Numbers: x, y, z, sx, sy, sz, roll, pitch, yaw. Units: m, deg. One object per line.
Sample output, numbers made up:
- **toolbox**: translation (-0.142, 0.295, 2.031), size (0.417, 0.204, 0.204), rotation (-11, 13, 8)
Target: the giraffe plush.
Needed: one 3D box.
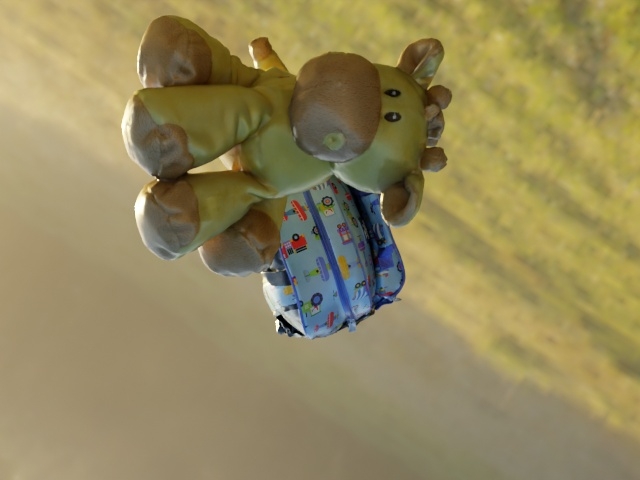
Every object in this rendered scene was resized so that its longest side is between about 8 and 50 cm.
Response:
- **giraffe plush**: translation (-0.006, -0.069, 1.261), size (0.170, 0.181, 0.210), rotation (-4, -176, 34)

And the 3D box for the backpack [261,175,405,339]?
- **backpack**: translation (0.000, 0.000, 1.522), size (0.173, 0.117, 0.158), rotation (150, 102, -89)
